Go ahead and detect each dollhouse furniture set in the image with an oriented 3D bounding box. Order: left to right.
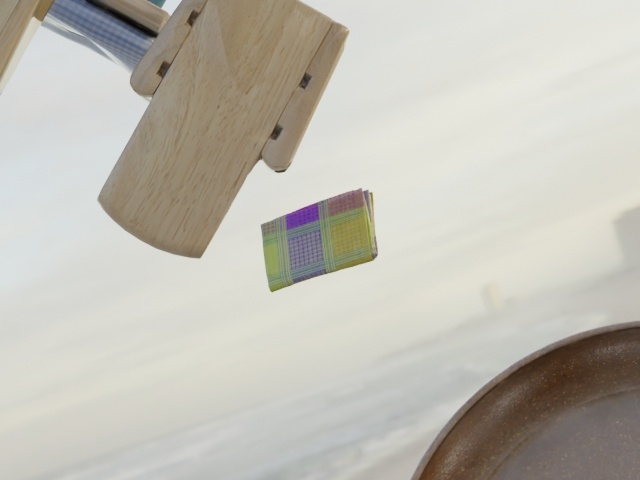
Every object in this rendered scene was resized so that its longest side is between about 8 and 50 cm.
[{"bbox_3d":[-0.155,-0.069,0.851,0.198,0.286,0.303,-61,-1,-1],"label":"dollhouse furniture set"}]

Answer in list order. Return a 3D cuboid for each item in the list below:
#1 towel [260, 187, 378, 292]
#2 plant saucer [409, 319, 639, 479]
[{"bbox_3d":[0.000,0.000,1.114,0.083,0.060,0.009,-19,-36,16],"label":"towel"},{"bbox_3d":[0.187,0.197,0.863,0.310,0.311,0.050,-19,-19,4],"label":"plant saucer"}]
